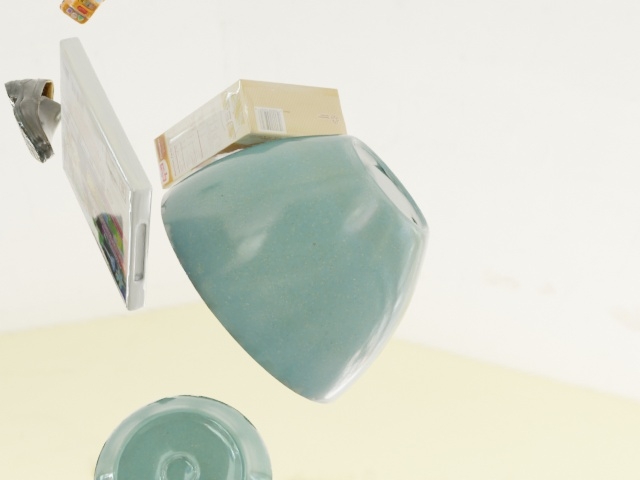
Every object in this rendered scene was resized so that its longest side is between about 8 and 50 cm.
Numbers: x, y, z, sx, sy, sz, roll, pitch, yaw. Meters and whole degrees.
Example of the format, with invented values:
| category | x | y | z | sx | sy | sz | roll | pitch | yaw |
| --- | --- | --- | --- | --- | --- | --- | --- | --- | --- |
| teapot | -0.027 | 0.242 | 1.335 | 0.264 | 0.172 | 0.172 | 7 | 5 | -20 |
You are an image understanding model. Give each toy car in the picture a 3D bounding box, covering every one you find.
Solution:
| category | x | y | z | sx | sy | sz | roll | pitch | yaw |
| --- | --- | --- | --- | --- | --- | --- | --- | --- | --- |
| toy car | -0.273 | -0.282 | 1.348 | 0.060 | 0.040 | 0.122 | -29 | -57 | 12 |

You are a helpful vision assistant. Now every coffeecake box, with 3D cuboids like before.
| category | x | y | z | sx | sy | sz | roll | pitch | yaw |
| --- | --- | --- | --- | --- | --- | --- | --- | --- | --- |
| coffeecake box | -0.084 | -0.117 | 1.481 | 0.142 | 0.068 | 0.185 | 0 | -17 | -40 |

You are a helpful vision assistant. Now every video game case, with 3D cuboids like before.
| category | x | y | z | sx | sy | sz | roll | pitch | yaw |
| --- | --- | --- | --- | --- | --- | --- | --- | --- | --- |
| video game case | -0.207 | -0.062 | 1.216 | 0.023 | 0.201 | 0.183 | -16 | -33 | -22 |

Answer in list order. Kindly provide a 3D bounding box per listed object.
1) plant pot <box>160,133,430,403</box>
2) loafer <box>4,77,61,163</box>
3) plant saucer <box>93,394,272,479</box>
| category | x | y | z | sx | sy | sz | roll | pitch | yaw |
| --- | --- | --- | --- | --- | --- | --- | --- | --- | --- |
| plant pot | 0.000 | 0.000 | 1.355 | 0.195 | 0.290 | 0.290 | -39 | -40 | 14 |
| loafer | -0.353 | -0.159 | 1.602 | 0.061 | 0.170 | 0.062 | -20 | -46 | -10 |
| plant saucer | -0.091 | 0.155 | 0.837 | 0.119 | 0.119 | 0.021 | 1 | -25 | 0 |
